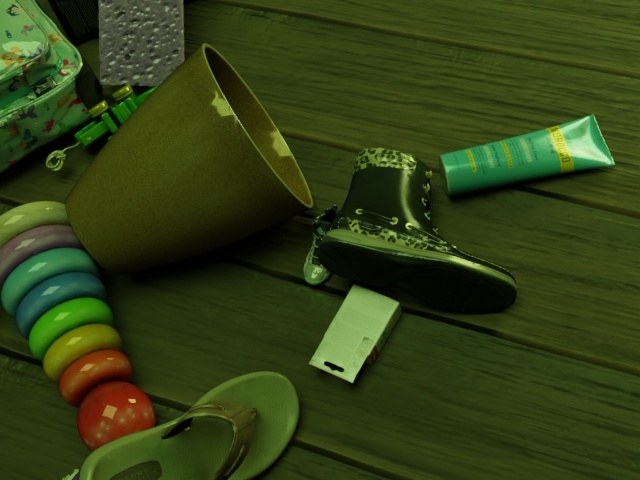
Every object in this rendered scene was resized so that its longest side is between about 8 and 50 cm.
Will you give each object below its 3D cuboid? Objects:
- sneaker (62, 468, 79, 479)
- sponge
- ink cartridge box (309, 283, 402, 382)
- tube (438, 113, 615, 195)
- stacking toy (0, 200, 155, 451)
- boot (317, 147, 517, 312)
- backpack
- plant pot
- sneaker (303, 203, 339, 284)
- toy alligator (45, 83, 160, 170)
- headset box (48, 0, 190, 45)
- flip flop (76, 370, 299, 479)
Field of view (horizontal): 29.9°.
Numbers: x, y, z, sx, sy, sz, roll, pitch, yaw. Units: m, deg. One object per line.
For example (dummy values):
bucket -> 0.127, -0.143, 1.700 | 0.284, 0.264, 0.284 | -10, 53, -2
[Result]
sneaker -> -0.232, 0.389, 1.250 | 0.146, 0.102, 0.293 | 4, 72, 15
sponge -> -0.246, -0.317, 1.647 | 0.117, 0.031, 0.210 | -1, 97, -4
ink cartridge box -> 0.041, 0.113, 1.406 | 0.062, 0.029, 0.115 | 22, 67, 23
tube -> 0.252, -0.102, 1.485 | 0.207, 0.052, 0.080 | -13, 64, -2
stacking toy -> -0.290, 0.114, 1.431 | 0.141, 0.141, 0.330 | -30, 64, -7
boot -> 0.128, -0.017, 1.433 | 0.236, 0.085, 0.179 | 15, 49, 4
backpack -> -0.455, -0.212, 1.631 | 0.253, 0.191, 0.225 | -38, 59, -6
plant pot -> -0.177, -0.073, 1.470 | 0.254, 0.237, 0.237 | -33, 57, 8
sneaker -> 0.000, 0.000, 1.460 | 0.038, 0.069, 0.098 | 11, 62, 19
toy alligator -> -0.297, -0.157, 1.637 | 0.189, 0.056, 0.051 | -36, 16, -9
headset box -> -0.280, -0.459, 1.768 | 0.283, 0.131, 0.246 | -20, 58, -1
flip flop -> -0.129, 0.221, 1.288 | 0.277, 0.080, 0.112 | -18, 82, -35
